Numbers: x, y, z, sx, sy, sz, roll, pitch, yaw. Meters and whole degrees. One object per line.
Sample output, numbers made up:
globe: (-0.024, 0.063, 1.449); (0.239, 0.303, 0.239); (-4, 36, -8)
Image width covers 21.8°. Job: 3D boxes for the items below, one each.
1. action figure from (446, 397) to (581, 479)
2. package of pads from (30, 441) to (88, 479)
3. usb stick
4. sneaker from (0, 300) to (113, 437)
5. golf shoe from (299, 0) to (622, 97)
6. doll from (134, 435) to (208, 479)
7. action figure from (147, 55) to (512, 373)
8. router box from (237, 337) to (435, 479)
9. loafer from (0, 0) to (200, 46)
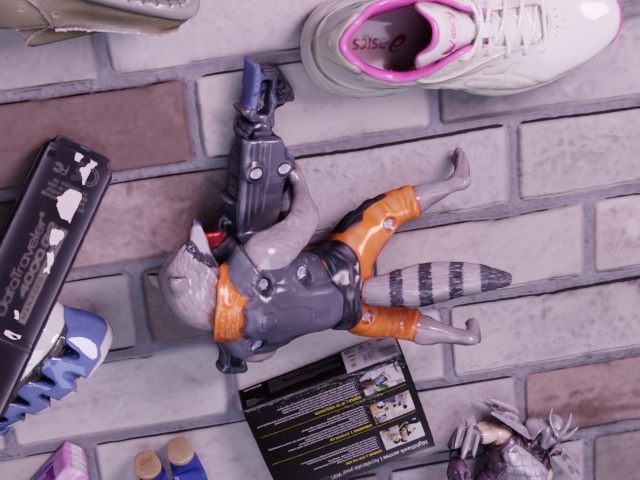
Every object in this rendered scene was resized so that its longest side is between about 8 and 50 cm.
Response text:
action figure: (0.175, 0.288, 1.819); (0.285, 0.099, 0.185); (-44, 108, 9)
package of pads: (-0.279, 0.256, 1.739); (0.032, 0.050, 0.083); (36, 105, -25)
usb stick: (-0.278, 0.036, 1.548); (0.077, 0.045, 0.278); (27, 76, -16)
sneaker: (-0.378, 0.130, 1.622); (0.315, 0.127, 0.182); (-41, 114, 4)
golf shoe: (0.139, -0.185, 1.523); (0.306, 0.140, 0.115); (-10, 95, -7)
doll: (-0.152, 0.300, 1.789); (0.129, 0.046, 0.189); (-22, 126, -9)
action figure: (0.000, 0.000, 1.590); (0.330, 0.178, 0.341); (-11, 120, -15)
router box: (0.018, 0.189, 1.762); (0.179, 0.046, 0.133); (-20, 120, 1)
loafer: (-0.233, -0.223, 1.480); (0.251, 0.094, 0.087); (9, 141, -5)
